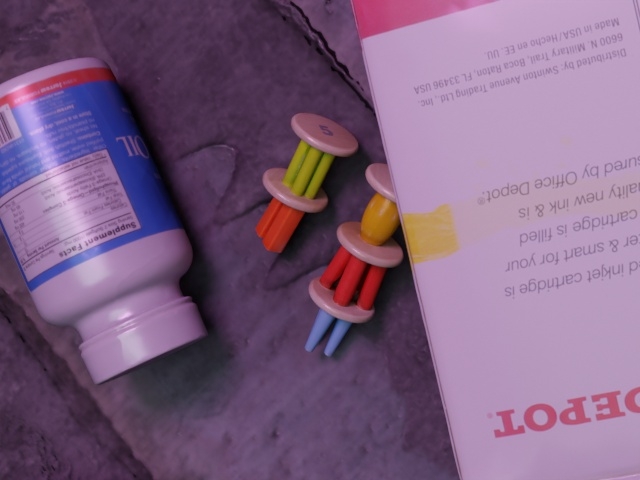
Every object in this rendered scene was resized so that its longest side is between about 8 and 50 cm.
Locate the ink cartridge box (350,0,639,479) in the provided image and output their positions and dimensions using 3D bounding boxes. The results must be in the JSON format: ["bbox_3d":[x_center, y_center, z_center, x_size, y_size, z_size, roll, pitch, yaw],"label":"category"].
[{"bbox_3d":[0.196,-0.051,0.883,0.279,0.160,0.385,-12,90,18],"label":"ink cartridge box"}]

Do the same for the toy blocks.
[{"bbox_3d":[0.000,0.000,1.002,0.123,0.054,0.148,36,116,20],"label":"toy blocks"}]

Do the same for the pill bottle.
[{"bbox_3d":[-0.169,-0.012,1.016,0.124,0.124,0.221,-25,87,17],"label":"pill bottle"}]
